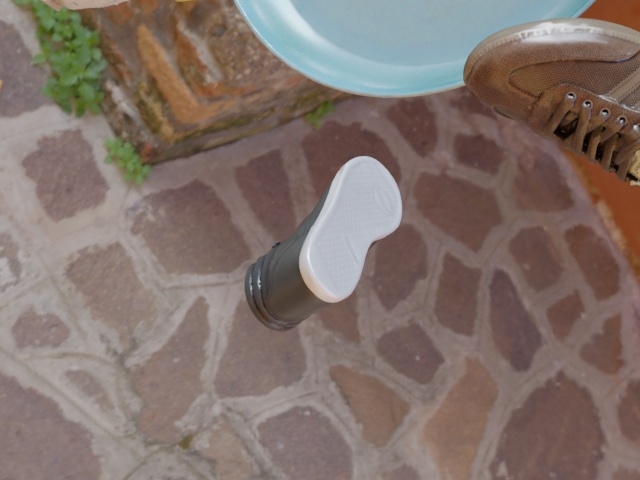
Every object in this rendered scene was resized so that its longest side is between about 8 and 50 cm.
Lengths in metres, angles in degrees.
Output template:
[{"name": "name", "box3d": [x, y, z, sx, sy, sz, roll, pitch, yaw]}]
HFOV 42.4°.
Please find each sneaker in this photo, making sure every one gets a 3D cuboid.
[{"name": "sneaker", "box3d": [0.170, -0.065, 0.443, 0.188, 0.066, 0.071, 10, 56, -4]}, {"name": "sneaker", "box3d": [0.000, 0.000, 1.008, 0.104, 0.147, 0.296, 50, 36, -12]}]

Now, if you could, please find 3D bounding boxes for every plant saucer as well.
[{"name": "plant saucer", "box3d": [0.070, -0.246, 0.534, 0.044, 0.318, 0.317, 4, 66, -60]}]

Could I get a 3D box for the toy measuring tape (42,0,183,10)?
[{"name": "toy measuring tape", "box3d": [-0.163, -0.334, 0.931, 0.121, 0.330, 0.121, -4, 90, -80]}]
